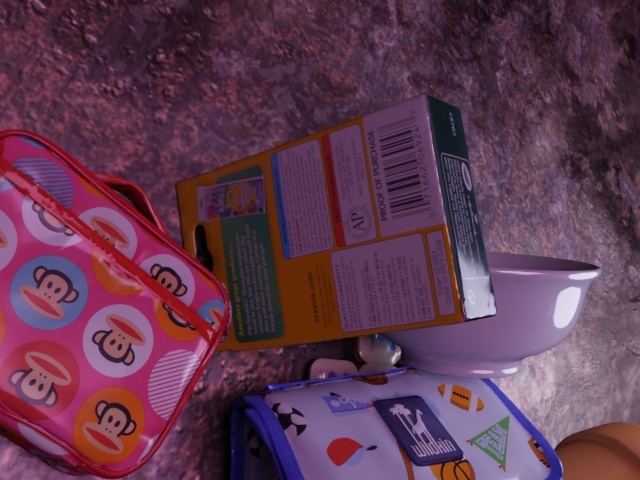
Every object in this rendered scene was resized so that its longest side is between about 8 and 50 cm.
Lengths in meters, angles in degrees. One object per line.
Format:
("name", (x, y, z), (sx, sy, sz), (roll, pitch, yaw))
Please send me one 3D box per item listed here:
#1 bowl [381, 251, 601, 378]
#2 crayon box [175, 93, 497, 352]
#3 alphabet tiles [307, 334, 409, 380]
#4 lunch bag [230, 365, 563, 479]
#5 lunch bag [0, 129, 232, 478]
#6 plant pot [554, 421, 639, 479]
("bowl", (0.170, 0.082, 0.798), (0.298, 0.298, 0.133), (3, 93, -34))
("crayon box", (0.000, 0.000, 0.688), (0.083, 0.323, 0.202), (2, 78, -55))
("alphabet tiles", (0.098, 0.247, 0.856), (0.278, 0.021, 0.283), (11, 73, -29))
("lunch bag", (0.091, 0.324, 0.691), (0.328, 0.239, 0.385), (0, 65, -32))
("lunch bag", (-0.235, 0.050, 0.624), (0.293, 0.120, 0.258), (42, 55, -21))
("plant pot", (0.332, 0.390, 0.845), (0.204, 0.291, 0.290), (-3, 80, -18))
